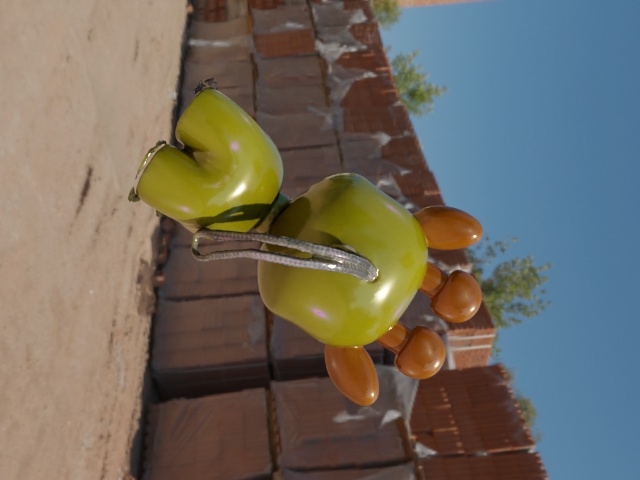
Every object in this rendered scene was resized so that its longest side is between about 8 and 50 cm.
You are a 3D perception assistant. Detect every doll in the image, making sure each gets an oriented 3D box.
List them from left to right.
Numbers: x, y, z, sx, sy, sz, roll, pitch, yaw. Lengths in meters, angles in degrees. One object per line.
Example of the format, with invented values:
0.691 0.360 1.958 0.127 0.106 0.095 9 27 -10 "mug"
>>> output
0.000 0.000 0.412 0.143 0.220 0.135 -54 179 -6 "doll"
